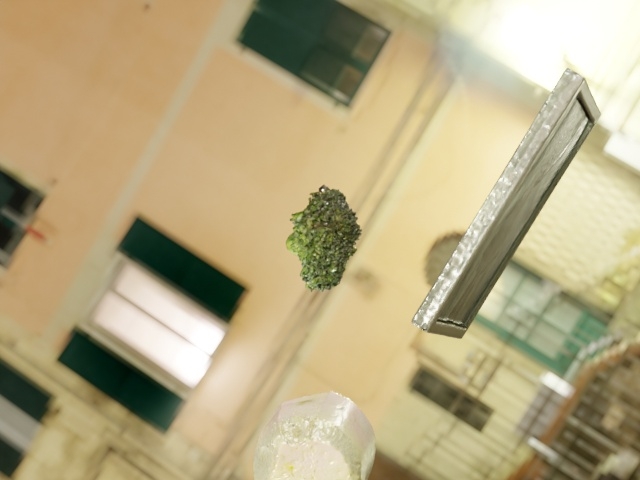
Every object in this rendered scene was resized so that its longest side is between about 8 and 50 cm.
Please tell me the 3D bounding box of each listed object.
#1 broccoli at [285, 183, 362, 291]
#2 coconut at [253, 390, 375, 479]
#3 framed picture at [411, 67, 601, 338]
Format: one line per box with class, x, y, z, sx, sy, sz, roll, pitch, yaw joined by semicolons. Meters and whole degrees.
broccoli;0.000;0.000;1.700;0.095;0.097;0.092;-35;4;-35
coconut;-0.004;0.209;1.562;0.116;0.116;0.122;-63;-1;17
framed picture;0.137;-0.020;1.134;0.203;0.015;0.150;-59;-15;2
